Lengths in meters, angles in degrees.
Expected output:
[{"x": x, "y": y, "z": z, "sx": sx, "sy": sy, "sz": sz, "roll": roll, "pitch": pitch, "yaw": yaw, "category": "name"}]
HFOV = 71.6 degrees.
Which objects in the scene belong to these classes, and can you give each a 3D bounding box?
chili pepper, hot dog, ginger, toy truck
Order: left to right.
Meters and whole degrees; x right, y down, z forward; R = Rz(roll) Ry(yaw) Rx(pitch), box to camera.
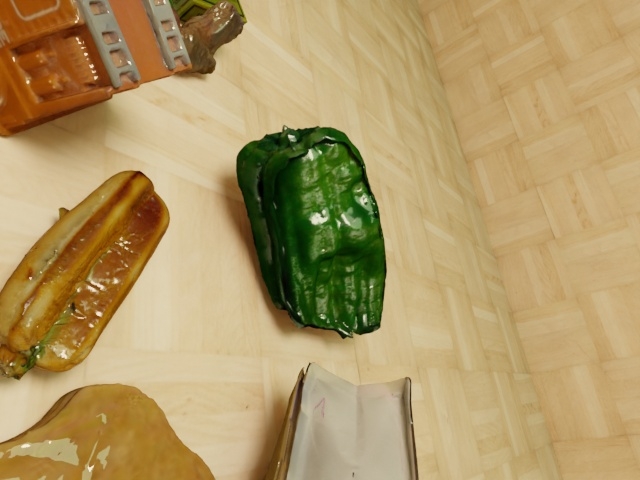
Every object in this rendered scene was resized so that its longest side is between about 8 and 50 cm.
[{"x": -0.277, "y": -0.312, "z": 0.397, "sx": 0.173, "sy": 0.207, "sz": 0.387, "roll": -53, "pitch": 135, "yaw": -50, "category": "toy truck"}, {"x": -0.239, "y": 0.024, "z": 0.450, "sx": 0.250, "sy": 0.076, "sz": 0.104, "roll": -73, "pitch": 150, "yaw": -41, "category": "hot dog"}, {"x": -0.226, "y": -0.310, "z": 0.671, "sx": 0.290, "sy": 0.084, "sz": 0.122, "roll": -38, "pitch": 105, "yaw": -50, "category": "ginger"}, {"x": -0.009, "y": -0.001, "z": 0.715, "sx": 0.167, "sy": 0.213, "sz": 0.385, "roll": 38, "pitch": -31, "yaw": 59, "category": "chili pepper"}]

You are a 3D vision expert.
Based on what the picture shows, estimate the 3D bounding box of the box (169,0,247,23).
[{"x": -0.231, "y": -0.489, "z": 0.789, "sx": 0.141, "sy": 0.064, "sz": 0.220, "roll": -19, "pitch": 89, "yaw": -57, "category": "box"}]

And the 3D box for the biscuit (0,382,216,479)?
[{"x": -0.190, "y": 0.330, "z": 0.331, "sx": 0.365, "sy": 0.062, "sz": 0.385, "roll": -29, "pitch": 95, "yaw": -59, "category": "biscuit"}]

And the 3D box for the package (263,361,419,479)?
[{"x": -0.008, "y": 0.309, "z": 0.500, "sx": 0.165, "sy": 0.221, "sz": 0.311, "roll": 23, "pitch": 39, "yaw": -9, "category": "package"}]
